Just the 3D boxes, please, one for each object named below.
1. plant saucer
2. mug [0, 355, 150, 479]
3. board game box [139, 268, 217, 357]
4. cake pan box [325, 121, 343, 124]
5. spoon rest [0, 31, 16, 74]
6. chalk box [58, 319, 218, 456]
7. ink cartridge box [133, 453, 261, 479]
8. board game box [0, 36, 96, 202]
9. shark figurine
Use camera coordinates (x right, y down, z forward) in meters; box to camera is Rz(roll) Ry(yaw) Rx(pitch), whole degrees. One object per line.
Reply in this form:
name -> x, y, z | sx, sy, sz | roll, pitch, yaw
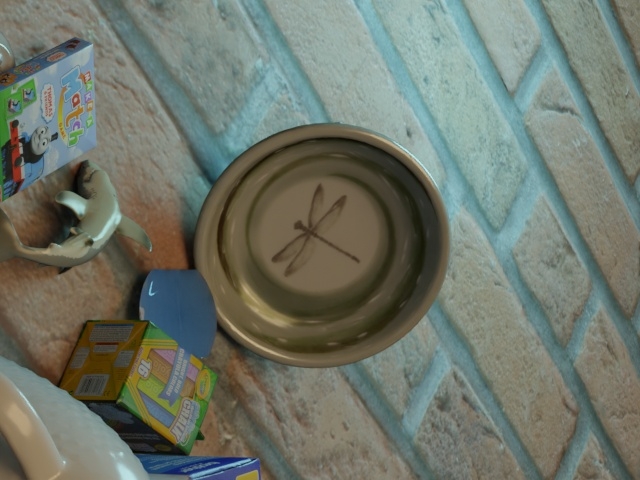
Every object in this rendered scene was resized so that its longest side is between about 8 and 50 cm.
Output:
plant saucer -> 0.000, 0.000, 2.301 | 0.100, 0.400, 0.401 | -110, 178, -68
mug -> -0.359, 0.264, 1.676 | 0.276, 0.328, 0.374 | -42, 136, -32
board game box -> -0.221, 0.111, 2.194 | 0.168, 0.033, 0.133 | 1, 81, -54
cake pan box -> -0.004, -0.036, 2.461 | 0.246, 0.070, 0.267 | -46, 122, -46
spoon rest -> -0.476, -0.255, 1.872 | 0.276, 0.084, 0.137 | 54, 48, -53
chalk box -> -0.241, 0.218, 2.077 | 0.213, 0.132, 0.132 | 45, 54, -42
ink cartridge box -> -0.211, 0.412, 1.882 | 0.151, 0.395, 0.270 | -6, 92, -52
board game box -> -0.378, -0.159, 1.960 | 0.211, 0.039, 0.160 | -40, 142, -47
shark figurine -> -0.347, 0.010, 1.991 | 0.166, 0.116, 0.278 | 46, 35, 3
